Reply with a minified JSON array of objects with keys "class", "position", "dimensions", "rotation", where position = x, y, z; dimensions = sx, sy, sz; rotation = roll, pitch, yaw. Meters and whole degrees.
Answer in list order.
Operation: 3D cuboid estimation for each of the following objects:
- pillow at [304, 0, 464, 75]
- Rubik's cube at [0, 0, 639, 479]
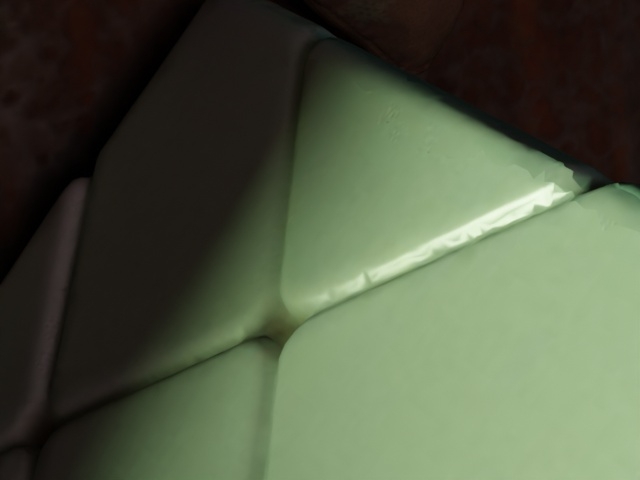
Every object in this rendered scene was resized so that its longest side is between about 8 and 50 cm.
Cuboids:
[{"class":"pillow","position":[0.005,-0.196,0.624],"dimensions":[0.236,0.084,0.223],"rotation":[30,90,-35]},{"class":"Rubik's cube","position":[0.050,0.154,0.614],"dimensions":[0.316,0.322,0.318],"rotation":[35,90,-33]}]
